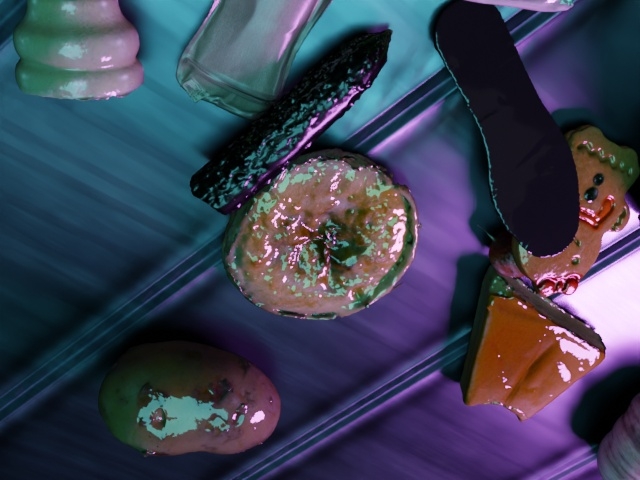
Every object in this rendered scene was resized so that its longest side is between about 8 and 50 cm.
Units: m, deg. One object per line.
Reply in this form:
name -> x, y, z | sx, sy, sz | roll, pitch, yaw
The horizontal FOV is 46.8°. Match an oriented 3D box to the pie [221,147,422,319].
pie -> 0.000, 0.000, 0.989 | 0.274, 0.055, 0.274 | -3, 124, -4

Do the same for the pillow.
pillow -> -0.069, -0.244, 0.831 | 0.130, 0.038, 0.233 | 20, 120, -20

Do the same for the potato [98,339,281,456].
potato -> -0.184, 0.226, 1.066 | 0.262, 0.165, 0.165 | 5, 123, -16

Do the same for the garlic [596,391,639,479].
garlic -> 0.593, 0.385, 1.190 | 0.245, 0.253, 0.245 | -7, 131, -8

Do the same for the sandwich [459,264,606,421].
sandwich -> 0.282, 0.174, 1.127 | 0.245, 0.063, 0.212 | 32, 116, -22

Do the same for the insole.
insole -> 0.235, -0.131, 0.905 | 0.119, 0.009, 0.348 | -30, 108, -2

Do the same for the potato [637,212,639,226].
potato -> 0.491, -0.129, 0.908 | 0.112, 0.269, 0.255 | 7, 94, -10

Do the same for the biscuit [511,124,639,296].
biscuit -> 0.331, -0.033, 0.972 | 0.166, 0.036, 0.226 | 25, 98, -21

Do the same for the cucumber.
cucumber -> -0.028, -0.143, 0.872 | 0.300, 0.072, 0.072 | -41, 118, 12

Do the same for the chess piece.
chess piece -> -0.256, -0.277, 0.753 | 0.133, 0.133, 0.243 | 0, 116, -6

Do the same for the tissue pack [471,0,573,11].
tissue pack -> 0.049, -0.343, 0.644 | 0.356, 0.266, 0.194 | 7, 122, -11

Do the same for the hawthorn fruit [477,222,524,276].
hawthorn fruit -> 0.255, 0.009, 1.016 | 0.103, 0.067, 0.067 | 33, 114, -23
